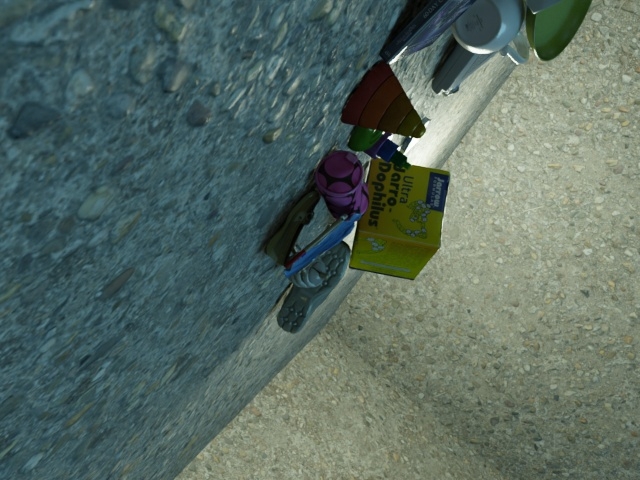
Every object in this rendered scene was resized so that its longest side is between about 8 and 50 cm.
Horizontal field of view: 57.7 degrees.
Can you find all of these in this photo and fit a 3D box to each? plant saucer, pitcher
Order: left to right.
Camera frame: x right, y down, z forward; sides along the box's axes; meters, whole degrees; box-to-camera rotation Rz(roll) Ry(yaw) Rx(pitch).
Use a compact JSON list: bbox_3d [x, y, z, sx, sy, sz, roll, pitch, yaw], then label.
[{"bbox_3d":[0.331,-0.399,1.083,0.125,0.178,0.207,-23,-167,38],"label":"pitcher"},{"bbox_3d":[0.437,-0.450,1.055,0.241,0.037,0.241,-33,140,-33],"label":"plant saucer"}]

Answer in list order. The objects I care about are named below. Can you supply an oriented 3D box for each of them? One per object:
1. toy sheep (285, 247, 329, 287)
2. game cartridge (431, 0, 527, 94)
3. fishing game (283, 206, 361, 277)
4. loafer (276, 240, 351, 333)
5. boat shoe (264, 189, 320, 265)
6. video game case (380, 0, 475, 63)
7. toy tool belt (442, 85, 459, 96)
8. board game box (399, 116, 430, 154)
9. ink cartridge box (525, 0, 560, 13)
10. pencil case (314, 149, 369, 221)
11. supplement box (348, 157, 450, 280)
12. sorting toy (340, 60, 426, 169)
[{"bbox_3d":[-0.033,0.062,1.271,0.091,0.132,0.091,-16,116,-37],"label":"toy sheep"},{"bbox_3d":[0.390,-0.467,1.326,0.297,0.062,0.198,-41,170,-23],"label":"game cartridge"},{"bbox_3d":[0.000,0.000,1.081,0.189,0.041,0.264,-40,174,2],"label":"fishing game"},{"bbox_3d":[-0.019,0.116,1.598,0.319,0.112,0.111,-54,-177,24],"label":"loafer"},{"bbox_3d":[-0.044,-0.024,1.085,0.153,0.048,0.056,-52,170,5],"label":"boat shoe"},{"bbox_3d":[0.224,-0.381,0.873,0.274,0.026,0.196,-38,-179,40],"label":"video game case"},{"bbox_3d":[0.333,-0.399,1.457,0.083,0.052,0.051,-46,178,-32],"label":"toy tool belt"},{"bbox_3d":[0.259,-0.289,1.613,0.090,0.020,0.090,-44,168,-36],"label":"board game box"},{"bbox_3d":[0.284,-0.460,0.615,0.309,0.272,0.130,-48,-159,-18],"label":"ink cartridge box"},{"bbox_3d":[0.047,-0.102,1.099,0.098,0.095,0.209,-42,168,-1],"label":"pencil case"},{"bbox_3d":[0.191,-0.042,1.503,0.356,0.195,0.194,95,6,-73],"label":"supplement box"},{"bbox_3d":[0.134,-0.193,1.062,0.127,0.126,0.365,-52,170,0],"label":"sorting toy"}]
